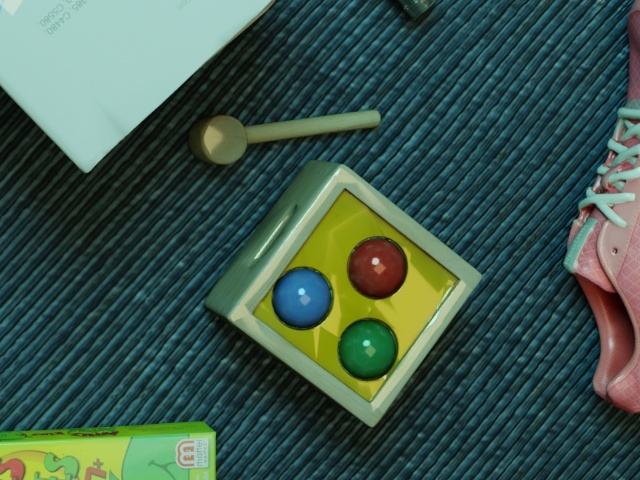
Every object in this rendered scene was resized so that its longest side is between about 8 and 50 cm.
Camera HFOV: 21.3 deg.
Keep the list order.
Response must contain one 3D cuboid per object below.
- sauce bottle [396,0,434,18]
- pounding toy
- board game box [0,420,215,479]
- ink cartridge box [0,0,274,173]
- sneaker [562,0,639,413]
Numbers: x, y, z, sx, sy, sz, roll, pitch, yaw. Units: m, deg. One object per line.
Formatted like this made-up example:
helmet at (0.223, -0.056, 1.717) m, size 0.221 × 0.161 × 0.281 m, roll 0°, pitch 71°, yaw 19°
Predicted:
sauce bottle at (0.028, -0.205, 1.157) m, size 0.128 × 0.042 × 0.042 m, roll 45°, pitch 83°, yaw -17°
pounding toy at (0.001, -0.011, 1.137) m, size 0.206 × 0.094 × 0.181 m, roll 38°, pitch 84°, yaw -16°
board game box at (-0.162, 0.173, 1.133) m, size 0.181 × 0.043 × 0.092 m, roll -1°, pitch 95°, yaw -15°
ink cartridge box at (-0.169, -0.215, 0.996) m, size 0.197 × 0.198 × 0.270 m, roll -43°, pitch 111°, yaw -2°
sneaker at (0.235, -0.022, 1.190) m, size 0.136 × 0.116 × 0.313 m, roll -10°, pitch 97°, yaw -13°
